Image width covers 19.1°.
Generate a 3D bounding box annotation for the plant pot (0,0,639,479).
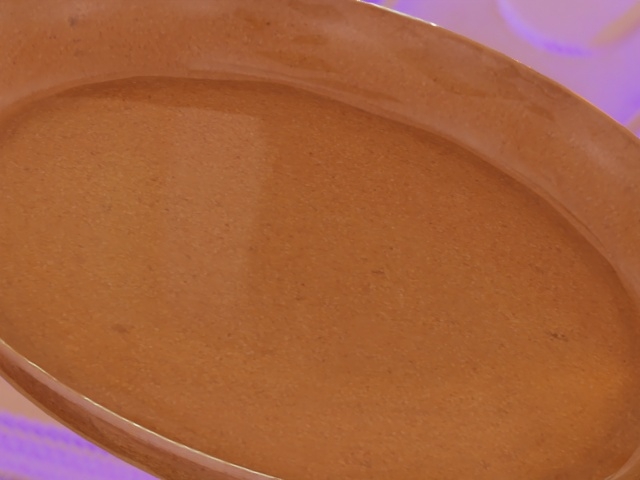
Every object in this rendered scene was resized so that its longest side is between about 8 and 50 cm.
[{"bbox_3d":[0.000,0.000,0.496,0.236,0.032,0.236,12,-148,-8],"label":"plant pot"}]
